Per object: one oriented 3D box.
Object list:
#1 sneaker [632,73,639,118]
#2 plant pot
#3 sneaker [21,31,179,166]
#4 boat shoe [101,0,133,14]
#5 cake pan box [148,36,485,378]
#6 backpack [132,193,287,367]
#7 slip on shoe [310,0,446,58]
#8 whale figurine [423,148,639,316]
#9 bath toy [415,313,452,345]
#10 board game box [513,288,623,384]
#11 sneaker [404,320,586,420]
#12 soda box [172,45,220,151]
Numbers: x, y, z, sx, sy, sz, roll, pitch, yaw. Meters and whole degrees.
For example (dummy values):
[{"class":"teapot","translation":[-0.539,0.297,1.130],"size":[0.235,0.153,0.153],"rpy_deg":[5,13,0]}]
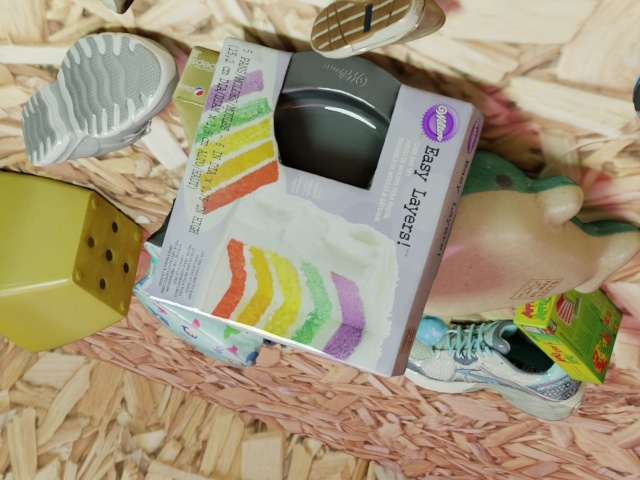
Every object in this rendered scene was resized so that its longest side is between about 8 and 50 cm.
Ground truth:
[{"class":"sneaker","translation":[0.306,-0.103,0.948],"size":[0.188,0.078,0.067],"rpy_deg":[4,156,43]},{"class":"plant pot","translation":[-0.380,0.027,1.898],"size":[0.187,0.212,0.212],"rpy_deg":[-5,153,27]},{"class":"sneaker","translation":[-0.216,-0.153,1.385],"size":[0.115,0.105,0.281],"rpy_deg":[-10,177,-36]},{"class":"boat shoe","translation":[-0.177,-0.243,1.077],"size":[0.072,0.068,0.190],"rpy_deg":[34,161,-5]},{"class":"cake pan box","translation":[-0.003,-0.036,1.191],"size":[0.245,0.267,0.070],"rpy_deg":[19,-178,13]},{"class":"backpack","translation":[-0.120,0.051,1.689],"size":[0.225,0.191,0.253],"rpy_deg":[34,177,-1]},{"class":"slip on shoe","translation":[0.045,-0.175,1.070],"size":[0.041,0.051,0.135],"rpy_deg":[18,161,-37]},{"class":"whale figurine","translation":[0.185,-0.012,1.308],"size":[0.272,0.141,0.216],"rpy_deg":[3,146,-28]},{"class":"bath toy","translation":[0.000,0.000,1.506],"size":[0.348,0.129,0.151],"rpy_deg":[27,162,-19]},{"class":"board game box","translation":[0.290,0.090,1.523],"size":[0.043,0.092,0.181],"rpy_deg":[7,159,37]},{"class":"sneaker","translation":[0.226,0.147,1.794],"size":[0.283,0.110,0.122],"rpy_deg":[12,143,16]},{"class":"soda box","translation":[-0.103,-0.125,1.346],"size":[0.058,0.061,0.181],"rpy_deg":[17,162,9]}]
